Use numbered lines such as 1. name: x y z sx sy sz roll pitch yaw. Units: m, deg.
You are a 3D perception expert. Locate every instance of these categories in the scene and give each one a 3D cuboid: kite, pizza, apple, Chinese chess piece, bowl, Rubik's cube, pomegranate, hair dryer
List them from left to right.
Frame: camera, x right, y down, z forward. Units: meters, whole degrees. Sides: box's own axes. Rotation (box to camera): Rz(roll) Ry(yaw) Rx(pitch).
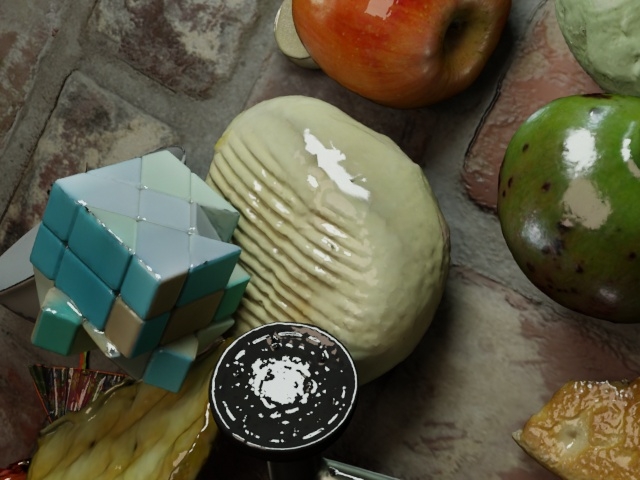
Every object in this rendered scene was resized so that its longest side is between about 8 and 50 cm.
1. kite: -0.353 0.225 1.662 0.241 0.014 0.183 -5 74 34
2. bowl: -0.290 0.028 1.543 0.345 0.345 0.157 -22 111 29
3. Rubik's cube: -0.221 0.037 1.270 0.265 0.224 0.213 42 127 22
4. Chinese chess piece: -0.004 -0.292 1.518 0.122 0.051 0.122 -10 72 32
5. hair dryer: 0.053 0.232 1.250 0.284 0.320 0.155 -4 52 11
6. apple: 0.092 -0.286 1.338 0.241 0.242 0.242 42 103 36
7. pomegranate: 0.296 -0.067 1.110 0.242 0.242 0.306 39 143 34
8. pizza: 0.326 0.207 1.168 0.271 0.056 0.134 -12 75 34

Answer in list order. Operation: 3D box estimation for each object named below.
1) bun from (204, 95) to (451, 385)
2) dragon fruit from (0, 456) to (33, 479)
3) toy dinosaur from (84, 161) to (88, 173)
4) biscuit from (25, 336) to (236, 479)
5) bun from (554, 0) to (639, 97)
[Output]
1. bun: 0.000 0.000 1.348 0.361 0.213 0.361 10 106 40
2. dragon fruit: -0.388 0.445 1.468 0.295 0.295 0.301 -36 54 23
3. toy dinosaur: -0.371 -0.019 1.721 0.108 0.032 0.220 -18 67 34
4. biscuit: -0.233 0.248 1.324 0.335 0.078 0.329 1 51 50
5. bun: 0.363 -0.254 1.142 0.283 0.179 0.283 9 106 37
